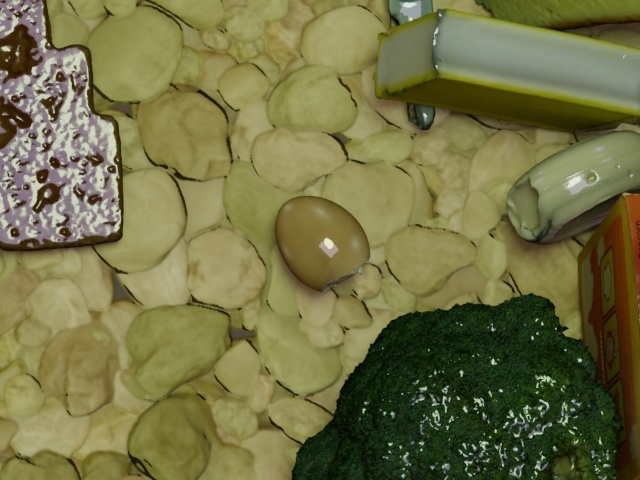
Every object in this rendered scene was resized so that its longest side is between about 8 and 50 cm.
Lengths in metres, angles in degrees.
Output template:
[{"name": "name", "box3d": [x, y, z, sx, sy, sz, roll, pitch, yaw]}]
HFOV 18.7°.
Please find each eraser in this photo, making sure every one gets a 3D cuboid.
[{"name": "eraser", "box3d": [0.174, -0.151, 1.790, 0.226, 0.158, 0.069, 9, 81, -21]}]

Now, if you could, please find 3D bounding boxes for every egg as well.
[{"name": "egg", "box3d": [0.000, 0.000, 1.829, 0.080, 0.080, 0.096, -32, 87, -6]}]

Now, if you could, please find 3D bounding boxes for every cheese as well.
[{"name": "cheese", "box3d": [0.282, -0.063, 1.842, 0.227, 0.137, 0.064, -20, 76, -25]}]

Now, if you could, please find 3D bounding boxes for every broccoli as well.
[{"name": "broccoli", "box3d": [0.134, 0.207, 1.746, 0.304, 0.321, 0.283, -36, 121, 3]}]

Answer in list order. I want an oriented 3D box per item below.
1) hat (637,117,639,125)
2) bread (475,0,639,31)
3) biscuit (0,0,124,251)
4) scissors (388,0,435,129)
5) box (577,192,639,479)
[{"name": "hat", "box3d": [0.332, -0.144, 1.880, 0.076, 0.059, 0.077, 28, 89, 2]}, {"name": "bread", "box3d": [0.310, -0.331, 1.795, 0.245, 0.361, 0.233, -33, 110, -38]}, {"name": "biscuit", "box3d": [-0.305, -0.097, 1.826, 0.278, 0.043, 0.301, -45, 92, -8]}, {"name": "scissors", "box3d": [0.083, -0.248, 1.871, 0.138, 0.041, 0.289, -6, 84, -3]}, {"name": "box", "box3d": [0.398, 0.103, 1.769, 0.283, 0.214, 0.260, 0, 71, -4]}]
